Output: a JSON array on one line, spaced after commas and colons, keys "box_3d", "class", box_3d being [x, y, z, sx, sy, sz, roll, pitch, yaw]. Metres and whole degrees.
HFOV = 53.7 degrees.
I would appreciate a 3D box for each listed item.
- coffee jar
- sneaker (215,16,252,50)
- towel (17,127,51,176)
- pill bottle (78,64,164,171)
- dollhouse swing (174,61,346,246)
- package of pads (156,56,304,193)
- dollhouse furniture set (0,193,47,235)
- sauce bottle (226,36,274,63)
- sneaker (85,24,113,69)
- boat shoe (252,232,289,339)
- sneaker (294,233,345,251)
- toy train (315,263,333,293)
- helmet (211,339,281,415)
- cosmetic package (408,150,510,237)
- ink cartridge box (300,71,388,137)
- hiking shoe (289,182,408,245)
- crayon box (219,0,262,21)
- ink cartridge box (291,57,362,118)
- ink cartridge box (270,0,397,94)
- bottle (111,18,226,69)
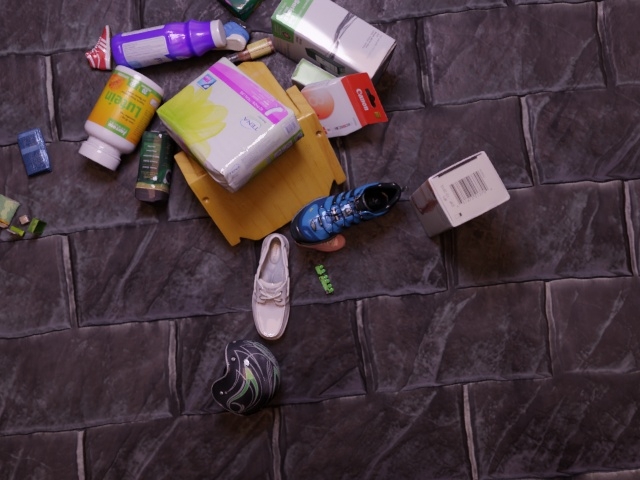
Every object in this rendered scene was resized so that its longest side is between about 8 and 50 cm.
[{"box_3d": [-0.427, -0.183, 1.632, 0.079, 0.096, 0.184, 6, 85, 3], "class": "coffee jar"}, {"box_3d": [-0.254, -0.554, 1.683, 0.152, 0.058, 0.085, 11, 60, 21], "class": "sneaker"}, {"box_3d": [-0.755, -0.232, 1.665, 0.067, 0.029, 0.119, -17, 87, -1], "class": "towel"}, {"box_3d": [-0.515, -0.308, 1.619, 0.136, 0.136, 0.246, 27, 86, 1], "class": "pill bottle"}, {"box_3d": [-0.183, -0.238, 1.659, 0.346, 0.305, 0.315, -32, 129, -3], "class": "dollhouse swing"}, {"box_3d": [-0.218, -0.270, 1.472, 0.229, 0.101, 0.296, -42, 59, -10], "class": "package of pads"}, {"box_3d": [-0.795, -0.061, 1.637, 0.151, 0.058, 0.076, 25, 86, 1], "class": "dollhouse furniture set"}, {"box_3d": [-0.187, -0.502, 1.685, 0.128, 0.042, 0.042, -19, 87, -3], "class": "sauce bottle"}, {"box_3d": [-0.588, -0.513, 1.680, 0.067, 0.042, 0.119, 0, 88, -4], "class": "sneaker"}, {"box_3d": [-0.128, 0.117, 1.616, 0.098, 0.096, 0.277, 1, 86, -1], "class": "boat shoe"}, {"box_3d": [0.000, 0.000, 1.640, 0.134, 0.070, 0.051, 4, 84, -2], "class": "sneaker"}, {"box_3d": [0.010, 0.102, 1.659, 0.023, 0.017, 0.083, -24, 87, 7], "class": "toy train"}, {"box_3d": [-0.179, 0.333, 1.569, 0.169, 0.169, 0.161, 35, 102, 2], "class": "helmet"}, {"box_3d": [0.326, -0.104, 1.539, 0.153, 0.296, 0.129, -28, 86, -4], "class": "cosmetic package"}, {"box_3d": [0.058, -0.329, 1.561, 0.045, 0.179, 0.145, -58, 133, -36], "class": "ink cartridge box"}, {"box_3d": [0.063, -0.083, 1.580, 0.304, 0.132, 0.113, -25, 86, -21], "class": "hiking shoe"}, {"box_3d": [-0.179, -0.744, 1.681, 0.165, 0.081, 0.278, 42, 87, 2], "class": "crayon box"}, {"box_3d": [0.029, -0.382, 1.646, 0.209, 0.109, 0.062, 30, 87, 1], "class": "ink cartridge box"}, {"box_3d": [0.030, -0.495, 1.602, 0.289, 0.211, 0.122, 32, 86, 2], "class": "ink cartridge box"}, {"box_3d": [-0.386, -0.507, 1.625, 0.282, 0.118, 0.092, -8, 101, 8], "class": "bottle"}]
